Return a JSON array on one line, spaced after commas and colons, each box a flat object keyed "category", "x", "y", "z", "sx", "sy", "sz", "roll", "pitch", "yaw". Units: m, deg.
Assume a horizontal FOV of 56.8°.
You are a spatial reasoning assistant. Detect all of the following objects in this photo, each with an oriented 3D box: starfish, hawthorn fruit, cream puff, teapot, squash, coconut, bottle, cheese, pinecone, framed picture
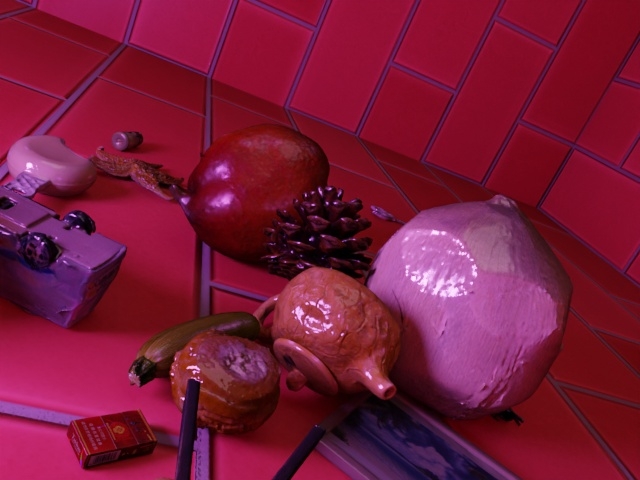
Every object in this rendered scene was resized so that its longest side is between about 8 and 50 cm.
[{"category": "starfish", "x": -0.411, "y": -0.157, "z": 1.349, "sx": 0.240, "sy": 0.043, "sz": 0.227, "roll": 37, "pitch": 24, "yaw": 24}, {"category": "hawthorn fruit", "x": -0.116, "y": -0.086, "z": 1.186, "sx": 0.295, "sy": 0.295, "sz": 0.311, "roll": 31, "pitch": 46, "yaw": 17}, {"category": "cream puff", "x": -0.119, "y": 0.183, "z": 0.741, "sx": 0.143, "sy": 0.103, "sz": 0.126, "roll": 16, "pitch": 35, "yaw": -24}, {"category": "teapot", "x": -0.004, "y": 0.154, "z": 0.890, "sx": 0.311, "sy": 0.203, "sz": 0.167, "roll": 16, "pitch": 53, "yaw": 43}, {"category": "squash", "x": -0.175, "y": 0.143, "z": 0.826, "sx": 0.066, "sy": 0.066, "sz": 0.252, "roll": 34, "pitch": 22, "yaw": 25}, {"category": "coconut", "x": 0.254, "y": 0.099, "z": 1.015, "sx": 0.346, "sy": 0.361, "sz": 0.346, "roll": 20, "pitch": 20, "yaw": -7}, {"category": "bottle", "x": -0.486, "y": -0.256, "z": 1.501, "sx": 0.063, "sy": 0.047, "sz": 0.101, "roll": 17, "pitch": 18, "yaw": 8}, {"category": "cheese", "x": -0.532, "y": -0.133, "z": 1.100, "sx": 0.163, "sy": 0.071, "sz": 0.249, "roll": 28, "pitch": 21, "yaw": 8}, {"category": "pinecone", "x": 0.000, "y": 0.000, "z": 1.024, "sx": 0.207, "sy": 0.208, "sz": 0.208, "roll": 22, "pitch": 20, "yaw": -8}, {"category": "framed picture", "x": 0.158, "y": 0.323, "z": 0.828, "sx": 0.314, "sy": 0.024, "sz": 0.232, "roll": 32, "pitch": 22, "yaw": 21}]

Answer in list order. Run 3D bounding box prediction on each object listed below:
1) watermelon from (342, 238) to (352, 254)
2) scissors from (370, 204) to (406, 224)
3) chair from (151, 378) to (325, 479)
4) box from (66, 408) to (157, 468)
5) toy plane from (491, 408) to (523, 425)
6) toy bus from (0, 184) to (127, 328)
[{"category": "watermelon", "x": 0.022, "y": 0.022, "z": 1.383, "sx": 0.135, "sy": 0.125, "sz": 0.094, "roll": 40, "pitch": 48, "yaw": -11}, {"category": "scissors", "x": 0.251, "y": -0.066, "z": 1.934, "sx": 0.188, "sy": 0.015, "sz": 0.100, "roll": 22, "pitch": 18, "yaw": -11}, {"category": "chair", "x": -0.111, "y": 0.256, "z": 0.484, "sx": 0.172, "sy": 0.159, "sz": 0.247, "roll": 21, "pitch": 19, "yaw": -1}, {"category": "box", "x": -0.227, "y": 0.216, "z": 0.648, "sx": 0.082, "sy": 0.023, "sz": 0.051, "roll": 4, "pitch": 30, "yaw": -45}, {"category": "toy plane", "x": 0.315, "y": 0.292, "z": 1.082, "sx": 0.120, "sy": 0.031, "sz": 0.049, "roll": 41, "pitch": 20, "yaw": 33}, {"category": "toy bus", "x": -0.430, "y": 0.000, "z": 0.799, "sx": 0.316, "sy": 0.138, "sz": 0.112, "roll": 27, "pitch": 25, "yaw": 3}]
